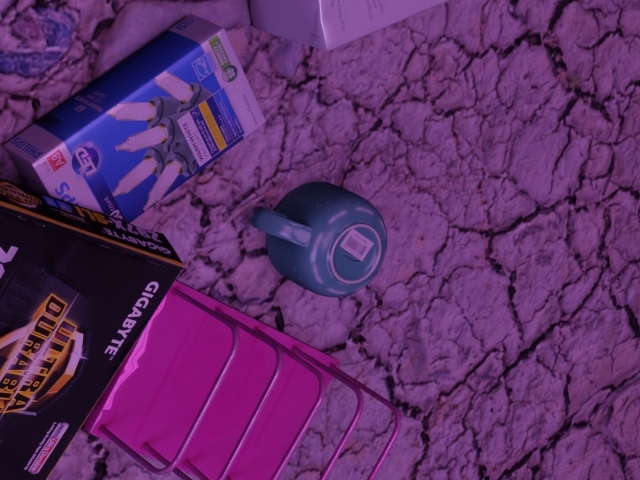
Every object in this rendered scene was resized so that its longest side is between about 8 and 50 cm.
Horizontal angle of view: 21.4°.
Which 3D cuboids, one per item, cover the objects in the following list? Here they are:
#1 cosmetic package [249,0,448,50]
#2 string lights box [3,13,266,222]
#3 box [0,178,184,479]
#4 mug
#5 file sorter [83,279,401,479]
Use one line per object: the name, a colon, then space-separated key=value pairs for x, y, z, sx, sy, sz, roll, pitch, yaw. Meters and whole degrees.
cosmetic package: x=0.102 y=-0.385 z=1.917 sx=0.385 sy=0.156 sz=0.217 roll=-25 pitch=120 yaw=-28
string lights box: x=-0.198 y=-0.116 z=1.842 sx=0.260 sy=0.077 sz=0.133 roll=-39 pitch=127 yaw=-19
box: x=-0.333 y=0.102 z=1.772 sx=0.257 sy=0.079 sz=0.322 roll=22 pitch=110 yaw=-37
mug: x=0.004 y=0.007 z=2.021 sx=0.158 sy=0.097 sz=0.129 roll=-21 pitch=118 yaw=-29
file sorter: x=-0.080 y=0.207 z=1.978 sx=0.291 sy=0.182 sz=0.202 roll=29 pitch=89 yaw=-39
